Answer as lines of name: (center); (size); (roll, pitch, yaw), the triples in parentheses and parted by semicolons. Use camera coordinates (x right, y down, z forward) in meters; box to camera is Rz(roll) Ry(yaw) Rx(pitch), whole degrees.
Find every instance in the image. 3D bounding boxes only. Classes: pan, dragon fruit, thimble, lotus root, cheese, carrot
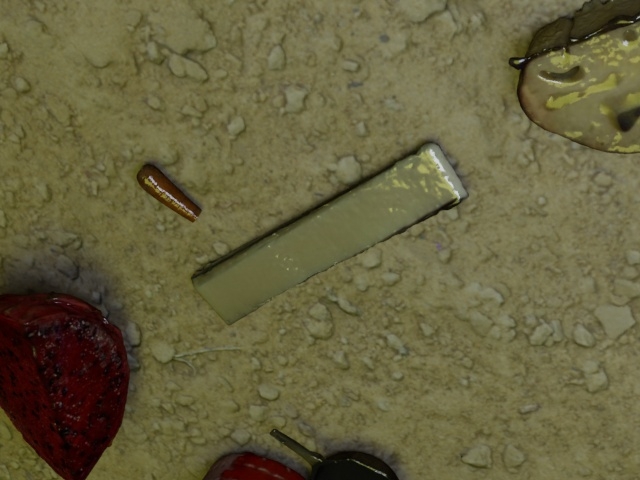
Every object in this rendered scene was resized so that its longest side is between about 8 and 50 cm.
pan: (0.036, 0.306, 1.624); (0.128, 0.048, 0.202); (-17, 115, 27)
dragon fruit: (-0.374, 0.150, 1.635); (0.205, 0.152, 0.317); (23, 138, 31)
thimble: (-0.092, 0.392, 1.675); (0.189, 0.125, 0.163); (34, 131, -1)
lotus root: (0.327, -0.172, 1.197); (0.261, 0.074, 0.170); (-10, 118, 24)
cheese: (0.000, -0.002, 1.454); (0.400, 0.034, 0.085); (-29, 103, 32)
carrot: (-0.189, -0.058, 1.490); (0.093, 0.032, 0.032); (40, 126, -14)
